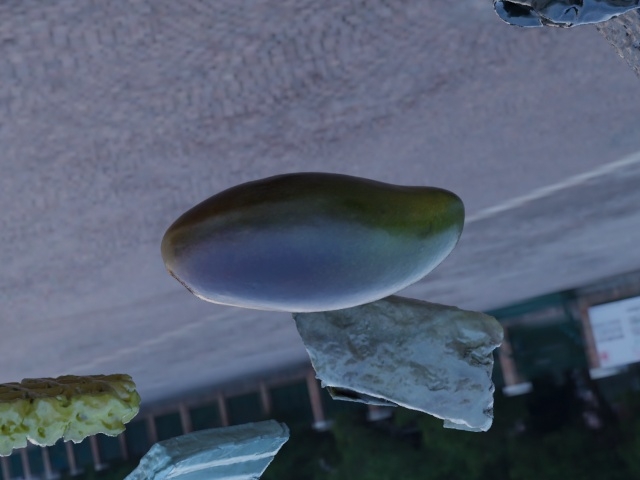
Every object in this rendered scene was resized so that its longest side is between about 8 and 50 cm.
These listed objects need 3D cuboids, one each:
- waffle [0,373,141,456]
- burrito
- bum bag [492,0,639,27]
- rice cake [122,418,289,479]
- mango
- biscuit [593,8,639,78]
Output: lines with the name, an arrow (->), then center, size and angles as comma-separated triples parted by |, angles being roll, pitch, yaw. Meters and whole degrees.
waffle -> -0.278, 0.171, 1.290 | 0.210, 0.055, 0.160 | -4, -178, -32
burrito -> 0.078, 0.139, 1.704 | 0.347, 0.175, 0.107 | 18, 159, 8
bum bag -> 0.273, -0.239, 0.926 | 0.326, 0.080, 0.142 | -26, -151, 19
rice cake -> -0.127, 0.254, 1.397 | 0.124, 0.038, 0.211 | -53, 152, 20
mango -> 0.000, 0.000, 1.082 | 0.267, 0.111, 0.133 | -6, 134, -15
biscuit -> 0.336, -0.257, 1.338 | 0.106, 0.252, 0.070 | -28, 164, -27
